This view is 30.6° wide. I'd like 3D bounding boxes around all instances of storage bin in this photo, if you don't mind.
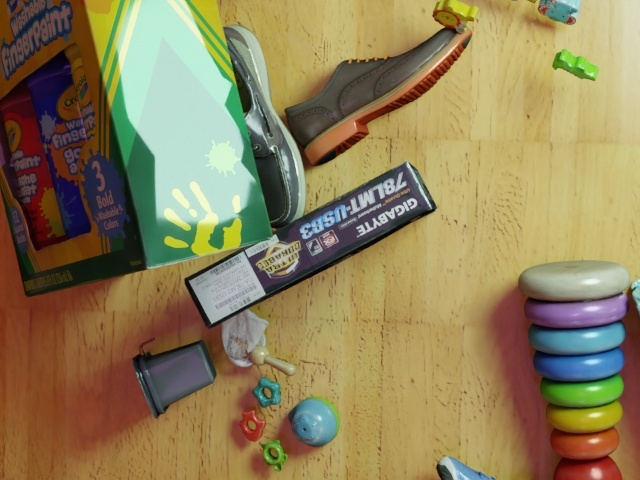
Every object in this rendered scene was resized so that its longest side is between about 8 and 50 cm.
[{"bbox_3d":[-0.193,0.171,1.566,0.091,0.135,0.098,-22,90,-4],"label":"storage bin"}]

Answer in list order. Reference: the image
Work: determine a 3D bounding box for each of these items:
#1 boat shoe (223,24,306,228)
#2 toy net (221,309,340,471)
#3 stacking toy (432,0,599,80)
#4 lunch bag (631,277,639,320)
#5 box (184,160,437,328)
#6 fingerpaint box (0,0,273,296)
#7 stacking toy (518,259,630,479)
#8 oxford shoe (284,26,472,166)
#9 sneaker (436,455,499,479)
[{"bbox_3d":[-0.102,-0.148,1.542,0.102,0.092,0.285,-17,87,35],"label":"boat shoe"},{"bbox_3d":[-0.075,0.192,1.595,0.122,0.045,0.232,-32,86,25],"label":"toy net"},{"bbox_3d":[0.272,-0.312,1.498,0.221,0.052,0.167,24,69,-1],"label":"stacking toy"},{"bbox_3d":[0.546,0.119,1.459,0.262,0.160,0.223,-20,89,13],"label":"lunch bag"},{"bbox_3d":[0.000,0.000,1.448,0.293,0.295,0.073,-26,89,6],"label":"box"},{"bbox_3d":[-0.266,-0.139,1.399,0.163,0.444,0.371,-14,91,-31],"label":"fingerpaint box"},{"bbox_3d":[0.334,0.197,1.504,0.141,0.141,0.330,-4,96,7],"label":"stacking toy"},{"bbox_3d":[0.073,-0.212,1.532,0.271,0.097,0.098,-35,82,7],"label":"oxford shoe"},{"bbox_3d":[0.246,0.345,1.549,0.211,0.080,0.081,36,90,-6],"label":"sneaker"}]
